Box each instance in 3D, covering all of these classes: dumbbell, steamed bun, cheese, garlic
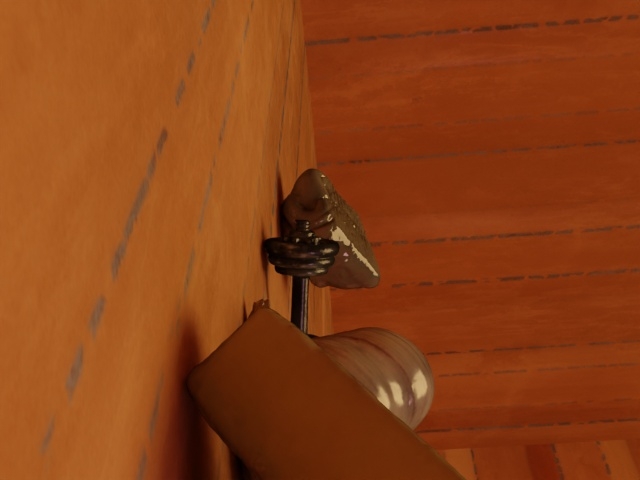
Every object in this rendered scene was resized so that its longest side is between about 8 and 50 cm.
[{"bbox_3d":[-0.029,0.096,1.244,0.110,0.110,0.254,-67,159,-83],"label":"dumbbell"},{"bbox_3d":[0.000,-0.002,1.536,0.218,0.144,0.211,47,18,-33],"label":"steamed bun"},{"bbox_3d":[0.083,0.243,0.663,0.384,0.104,0.384,44,-8,8],"label":"cheese"},{"bbox_3d":[-0.013,0.166,0.949,0.253,0.245,0.245,47,-15,24],"label":"garlic"}]
